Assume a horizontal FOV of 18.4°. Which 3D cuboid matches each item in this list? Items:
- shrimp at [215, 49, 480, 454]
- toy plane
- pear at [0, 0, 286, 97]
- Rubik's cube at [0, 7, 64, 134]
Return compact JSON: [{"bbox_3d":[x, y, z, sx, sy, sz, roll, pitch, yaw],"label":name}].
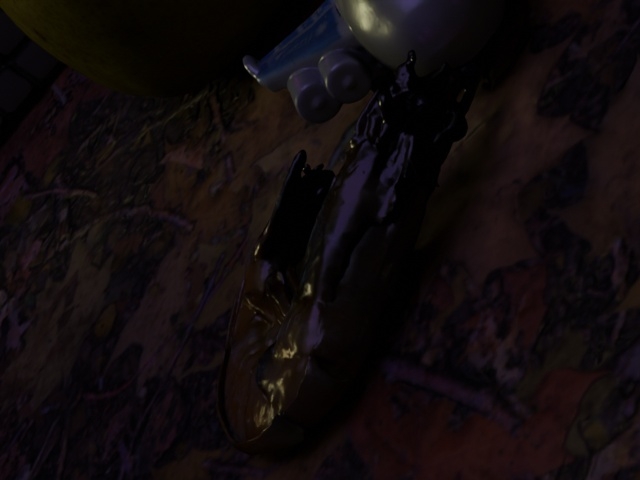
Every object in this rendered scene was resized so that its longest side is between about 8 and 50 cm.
[{"bbox_3d":[0.007,0.003,1.309,0.178,0.075,0.289,25,97,62],"label":"shrimp"},{"bbox_3d":[0.051,-0.200,1.366,0.267,0.123,0.266,-34,37,31],"label":"toy plane"},{"bbox_3d":[-0.151,-0.275,1.569,0.304,0.304,0.304,-36,36,32],"label":"pear"},{"bbox_3d":[-0.415,-0.210,1.935,0.237,0.238,0.237,-46,31,16],"label":"Rubik's cube"}]
